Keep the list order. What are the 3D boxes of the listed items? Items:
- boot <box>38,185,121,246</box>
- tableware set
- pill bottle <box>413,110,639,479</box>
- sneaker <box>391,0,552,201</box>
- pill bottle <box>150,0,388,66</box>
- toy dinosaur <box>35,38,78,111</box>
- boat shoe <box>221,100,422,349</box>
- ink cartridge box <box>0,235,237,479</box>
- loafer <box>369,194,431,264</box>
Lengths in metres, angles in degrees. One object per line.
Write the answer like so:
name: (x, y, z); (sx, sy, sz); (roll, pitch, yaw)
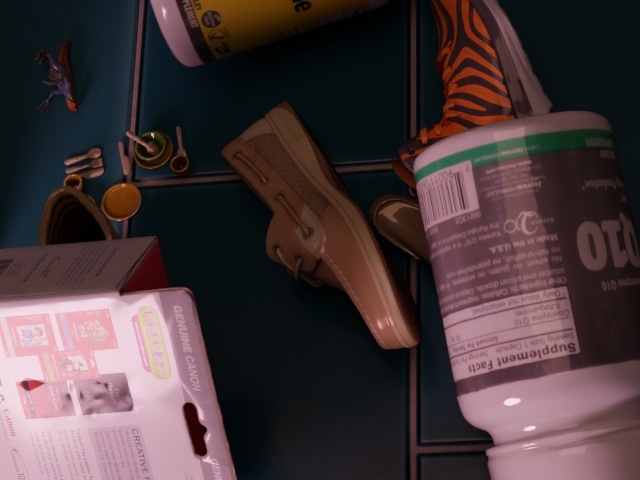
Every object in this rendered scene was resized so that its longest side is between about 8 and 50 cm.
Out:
boot: (-0.215, 0.087, 1.857); (0.095, 0.203, 0.262); (-18, 62, 4)
tableware set: (-0.224, -0.075, 2.036); (0.154, 0.024, 0.104); (-15, 64, 5)
pill bottle: (0.221, 0.071, 1.733); (0.204, 0.204, 0.361); (-12, 82, 7)
sneaker: (0.146, -0.149, 1.931); (0.180, 0.124, 0.321); (-24, 63, 0)
pill bottle: (-0.029, -0.332, 2.017); (0.333, 0.188, 0.188); (-18, 63, 5)
toy dinosaur: (-0.304, -0.193, 2.101); (0.082, 0.047, 0.090); (45, 70, 7)
boat shoe: (0.000, 0.000, 1.907); (0.110, 0.122, 0.341); (-32, 53, 2)
ink cartridge box: (-0.206, 0.164, 1.752); (0.271, 0.310, 0.130); (-4, 24, 15)
loafer: (0.119, -0.004, 1.890); (0.148, 0.050, 0.056); (28, 93, 7)
